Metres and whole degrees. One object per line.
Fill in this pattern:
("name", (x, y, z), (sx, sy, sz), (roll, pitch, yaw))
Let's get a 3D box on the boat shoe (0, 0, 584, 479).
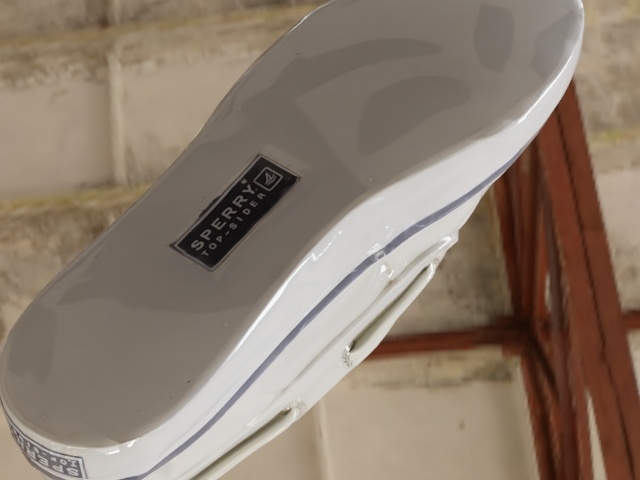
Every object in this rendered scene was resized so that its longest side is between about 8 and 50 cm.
("boat shoe", (0.000, 0.000, 0.609), (0.096, 0.088, 0.267), (30, -118, 25))
